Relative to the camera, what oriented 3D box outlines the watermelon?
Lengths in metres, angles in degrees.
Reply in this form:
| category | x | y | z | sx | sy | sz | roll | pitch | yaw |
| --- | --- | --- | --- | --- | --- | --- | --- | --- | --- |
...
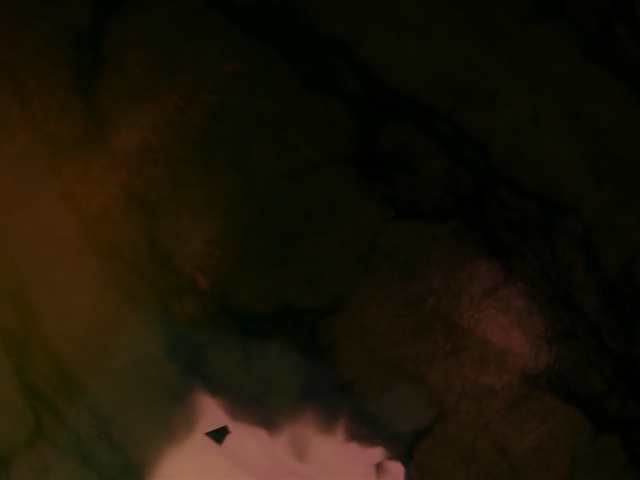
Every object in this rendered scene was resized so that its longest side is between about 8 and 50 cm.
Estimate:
| category | x | y | z | sx | sy | sz | roll | pitch | yaw |
| --- | --- | --- | --- | --- | --- | --- | --- | --- | --- |
| watermelon | 0.000 | 0.000 | 0.493 | 0.363 | 0.363 | 0.363 | 9 | 144 | 7 |
